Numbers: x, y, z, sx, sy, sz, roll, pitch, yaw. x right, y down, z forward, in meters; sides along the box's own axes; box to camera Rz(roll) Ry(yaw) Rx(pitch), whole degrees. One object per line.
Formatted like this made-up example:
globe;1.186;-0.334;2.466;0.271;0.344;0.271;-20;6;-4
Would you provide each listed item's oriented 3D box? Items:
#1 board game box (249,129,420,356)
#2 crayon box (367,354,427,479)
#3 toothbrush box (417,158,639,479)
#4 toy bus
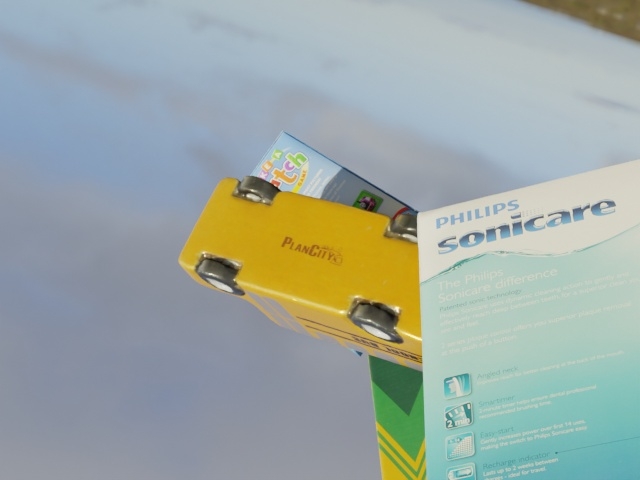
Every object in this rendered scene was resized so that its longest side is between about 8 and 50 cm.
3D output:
board game box;0.000;0.000;1.383;0.211;0.160;0.039;33;172;21
crayon box;0.137;0.268;1.338;0.202;0.081;0.318;54;-160;-38
toothbrush box;0.180;0.096;0.797;0.216;0.126;0.295;-14;-137;14
toy bus;0.035;0.037;1.206;0.333;0.108;0.130;15;161;34
